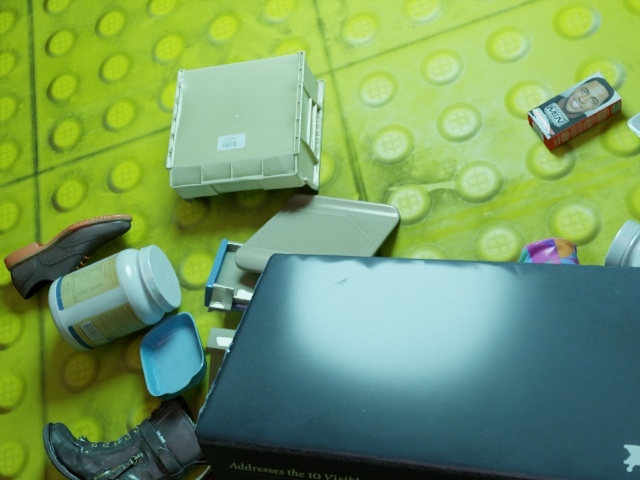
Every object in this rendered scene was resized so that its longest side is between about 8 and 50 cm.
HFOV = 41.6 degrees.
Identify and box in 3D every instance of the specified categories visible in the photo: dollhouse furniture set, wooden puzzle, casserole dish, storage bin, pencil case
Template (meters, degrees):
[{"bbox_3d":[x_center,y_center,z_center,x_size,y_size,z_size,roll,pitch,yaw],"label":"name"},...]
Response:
[{"bbox_3d":[-0.057,0.166,1.430,0.286,0.198,0.303,9,36,-1],"label":"dollhouse furniture set"},{"bbox_3d":[0.000,0.000,1.447,0.221,0.044,0.238,8,33,22],"label":"wooden puzzle"},{"bbox_3d":[-0.252,0.204,1.464,0.114,0.037,0.188,-32,39,2],"label":"casserole dish"},{"bbox_3d":[-0.138,-0.205,1.591,0.262,0.123,0.260,-5,66,16],"label":"storage bin"},{"bbox_3d":[0.369,0.115,1.293,0.104,0.104,0.236,-12,62,13],"label":"pencil case"}]

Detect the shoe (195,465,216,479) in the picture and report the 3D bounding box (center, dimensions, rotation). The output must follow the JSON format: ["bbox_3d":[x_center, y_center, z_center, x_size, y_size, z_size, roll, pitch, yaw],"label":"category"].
[{"bbox_3d":[-0.211,0.436,1.360,0.076,0.058,0.219,36,81,28],"label":"shoe"}]

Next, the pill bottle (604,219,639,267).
[{"bbox_3d":[0.528,0.043,1.263,0.180,0.108,0.108,30,79,27],"label":"pill bottle"}]

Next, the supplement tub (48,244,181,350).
[{"bbox_3d":[-0.367,0.101,1.514,0.200,0.144,0.144,-22,62,8],"label":"supplement tub"}]

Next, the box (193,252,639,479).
[{"bbox_3d":[0.168,0.284,1.032,0.480,0.472,0.297,2,45,19],"label":"box"}]

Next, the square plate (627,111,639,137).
[{"bbox_3d":[0.725,-0.167,1.301,0.347,0.049,0.344,-32,50,2],"label":"square plate"}]

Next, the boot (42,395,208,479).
[{"bbox_3d":[-0.322,0.345,1.435,0.229,0.091,0.263,-43,65,-10],"label":"boot"}]

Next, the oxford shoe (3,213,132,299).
[{"bbox_3d":[-0.474,0.028,1.627,0.271,0.097,0.098,-24,81,12],"label":"oxford shoe"}]

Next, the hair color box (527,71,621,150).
[{"bbox_3d":[0.437,-0.222,1.451,0.141,0.043,0.072,-30,60,3],"label":"hair color box"}]
